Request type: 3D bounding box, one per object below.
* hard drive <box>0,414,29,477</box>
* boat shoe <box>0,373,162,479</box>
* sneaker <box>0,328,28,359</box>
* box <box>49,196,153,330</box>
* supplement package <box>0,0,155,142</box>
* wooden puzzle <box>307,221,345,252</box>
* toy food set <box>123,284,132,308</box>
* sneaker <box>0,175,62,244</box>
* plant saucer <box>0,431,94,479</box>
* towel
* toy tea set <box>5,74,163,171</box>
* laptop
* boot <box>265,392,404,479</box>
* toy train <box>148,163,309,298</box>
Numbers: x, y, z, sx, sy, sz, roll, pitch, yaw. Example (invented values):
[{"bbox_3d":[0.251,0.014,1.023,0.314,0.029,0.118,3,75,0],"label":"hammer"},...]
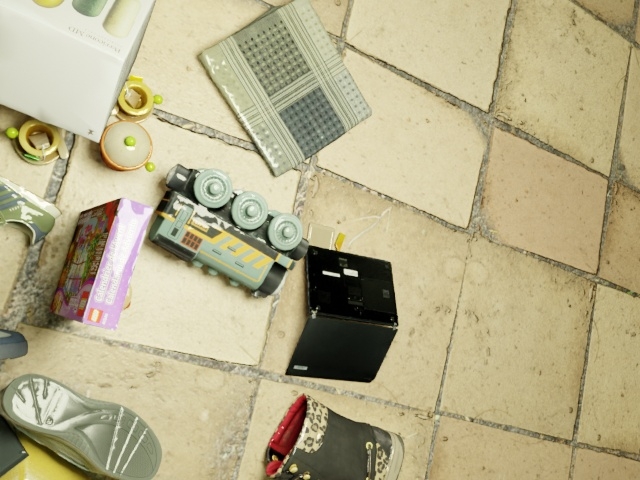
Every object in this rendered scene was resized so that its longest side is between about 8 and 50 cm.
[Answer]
[{"bbox_3d":[-0.582,0.376,1.059,0.135,0.022,0.094,-38,62,-24],"label":"hard drive"},{"bbox_3d":[-0.436,0.347,1.136,0.320,0.103,0.118,36,52,-27],"label":"boat shoe"},{"bbox_3d":[-0.643,0.120,1.026,0.318,0.112,0.131,15,82,-27],"label":"sneaker"},{"bbox_3d":[-0.383,0.040,1.065,0.057,0.293,0.201,20,77,-30],"label":"box"},{"bbox_3d":[-0.418,-0.353,1.066,0.199,0.198,0.263,21,48,-19],"label":"supplement package"},{"bbox_3d":[0.000,0.000,1.428,0.116,0.014,0.079,21,73,-25],"label":"wooden puzzle"},{"bbox_3d":[-0.405,0.103,1.203,0.082,0.020,0.083,17,78,-26],"label":"toy food set"},{"bbox_3d":[-0.568,-0.062,1.104,0.192,0.064,0.086,32,67,-25],"label":"sneaker"},{"bbox_3d":[-0.511,0.566,1.080,0.333,0.081,0.333,45,68,-17],"label":"plant saucer"},{"bbox_3d":[-0.072,-0.350,1.403,0.312,0.056,0.324,-37,105,-22],"label":"towel"},{"bbox_3d":[-0.454,-0.232,1.144,0.335,0.124,0.200,2,85,-28],"label":"toy tea set"},{"bbox_3d":[0.047,0.172,1.430,0.234,0.136,0.265,12,59,-27],"label":"laptop"},{"bbox_3d":[0.005,0.538,1.319,0.284,0.138,0.378,35,67,-22],"label":"boot"},{"bbox_3d":[-0.186,-0.016,1.271,0.333,0.142,0.190,31,85,-24],"label":"toy train"}]
